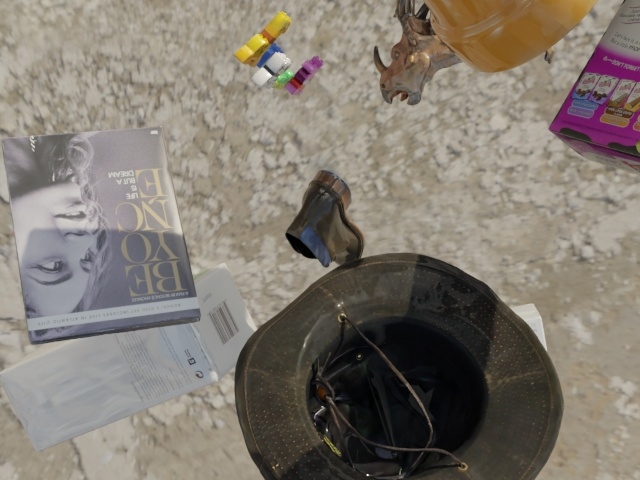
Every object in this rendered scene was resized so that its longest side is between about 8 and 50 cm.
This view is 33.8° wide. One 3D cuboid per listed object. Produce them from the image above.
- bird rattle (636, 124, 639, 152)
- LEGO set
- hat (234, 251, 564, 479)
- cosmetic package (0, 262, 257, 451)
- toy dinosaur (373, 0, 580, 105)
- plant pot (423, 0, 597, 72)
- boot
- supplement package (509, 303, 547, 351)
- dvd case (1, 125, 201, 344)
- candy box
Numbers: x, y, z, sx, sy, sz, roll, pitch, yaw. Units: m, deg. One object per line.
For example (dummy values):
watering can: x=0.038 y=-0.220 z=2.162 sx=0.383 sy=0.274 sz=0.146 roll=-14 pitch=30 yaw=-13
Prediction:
bird rattle: x=0.334 y=-0.100 z=0.695 sx=0.207 sy=0.253 sz=0.143 roll=-37 pitch=136 yaw=-13
LEGO set: x=-0.059 y=-0.286 z=1.587 sx=0.087 sy=0.227 sz=0.093 roll=44 pitch=102 yaw=5
hat: x=0.074 y=0.179 z=1.074 sx=0.331 sy=0.134 sz=0.331 roll=3 pitch=52 yaw=-5
cosmetic package: x=-0.305 y=0.190 z=1.694 sx=0.366 sy=0.197 sz=0.155 roll=-23 pitch=97 yaw=22
toy dinosaur: x=0.193 y=-0.295 z=1.261 sx=0.200 sy=0.127 sz=0.295 roll=20 pitch=61 yaw=34
plant pot: x=0.151 y=-0.298 z=1.009 sx=0.188 sy=0.205 sz=0.205 roll=35 pitch=80 yaw=-27
boot: x=0.000 y=0.000 z=1.518 sx=0.082 sy=0.219 sz=0.106 roll=25 pitch=65 yaw=26
supplement package: x=0.247 y=0.207 z=1.766 sx=0.262 sy=0.204 sz=0.145 roll=-11 pitch=92 yaw=9
dvd case: x=-0.220 y=-0.012 z=1.047 sx=0.165 sy=0.018 sz=0.221 roll=-7 pitch=66 yaw=-19
candy box: x=0.337 y=-0.173 z=0.977 sx=0.071 sy=0.159 sz=0.233 roll=29 pitch=91 yaw=-31
